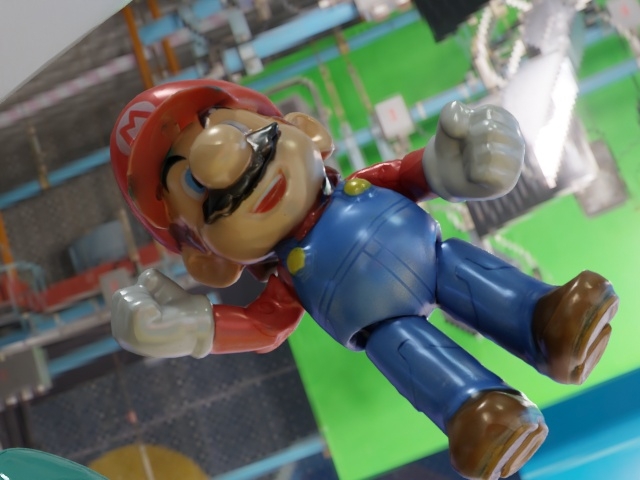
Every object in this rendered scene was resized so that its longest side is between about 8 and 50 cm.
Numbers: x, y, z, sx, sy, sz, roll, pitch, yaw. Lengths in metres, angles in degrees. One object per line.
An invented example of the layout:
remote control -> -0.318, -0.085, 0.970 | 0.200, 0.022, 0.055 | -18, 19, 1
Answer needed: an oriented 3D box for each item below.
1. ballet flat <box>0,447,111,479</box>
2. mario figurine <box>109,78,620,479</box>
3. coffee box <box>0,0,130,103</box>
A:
ballet flat -> -0.102, 0.179, 0.743 | 0.203, 0.074, 0.074 | 19, -7, 20
mario figurine -> 0.000, 0.000, 0.791 | 0.198, 0.320, 0.170 | -37, -30, -42
coffee box -> -0.258, -0.204, 0.365 | 0.334, 0.338, 0.338 | -56, -25, -55
